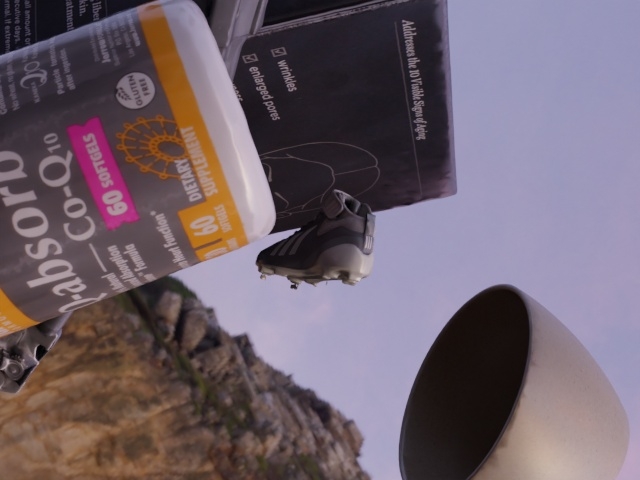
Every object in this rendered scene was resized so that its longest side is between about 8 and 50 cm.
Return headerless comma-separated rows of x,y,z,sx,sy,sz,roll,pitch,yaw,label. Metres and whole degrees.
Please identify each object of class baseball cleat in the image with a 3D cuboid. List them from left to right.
0.000,0.000,0.985,0.206,0.072,0.110,0,-107,53,baseball cleat

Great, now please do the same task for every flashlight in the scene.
-0.111,-0.142,0.771,0.103,0.103,0.304,38,-40,12,flashlight

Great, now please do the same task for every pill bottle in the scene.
-0.180,-0.030,0.528,0.162,0.278,0.162,159,-90,-86,pill bottle

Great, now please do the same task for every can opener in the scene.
-0.329,0.068,1.053,0.076,0.095,0.283,36,-75,-8,can opener

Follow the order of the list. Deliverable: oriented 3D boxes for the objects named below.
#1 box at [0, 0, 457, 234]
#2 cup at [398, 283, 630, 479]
-0.090,-0.225,1.079,0.480,0.471,0.298,66,15,-67,box
0.298,0.260,1.257,0.237,0.331,0.331,26,-40,-14,cup
